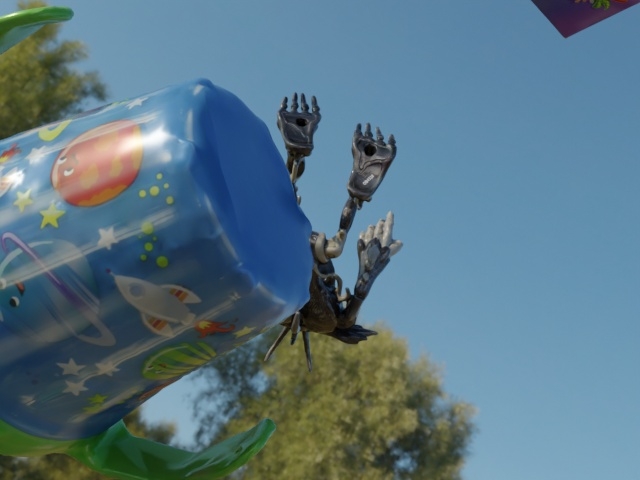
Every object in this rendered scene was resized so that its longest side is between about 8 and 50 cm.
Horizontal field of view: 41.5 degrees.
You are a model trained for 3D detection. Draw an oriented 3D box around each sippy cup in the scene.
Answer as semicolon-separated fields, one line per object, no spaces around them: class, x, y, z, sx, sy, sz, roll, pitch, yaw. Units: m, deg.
sippy cup;-0.134;0.006;0.582;0.224;0.240;0.305;-21;-45;18

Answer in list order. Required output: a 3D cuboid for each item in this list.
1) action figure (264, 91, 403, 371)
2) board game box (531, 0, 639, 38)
action figure;0.000;0.000;0.826;0.164;0.141;0.276;18;-49;6
board game box;0.277;-0.357;0.671;0.233;0.347;0.078;-21;-41;40
